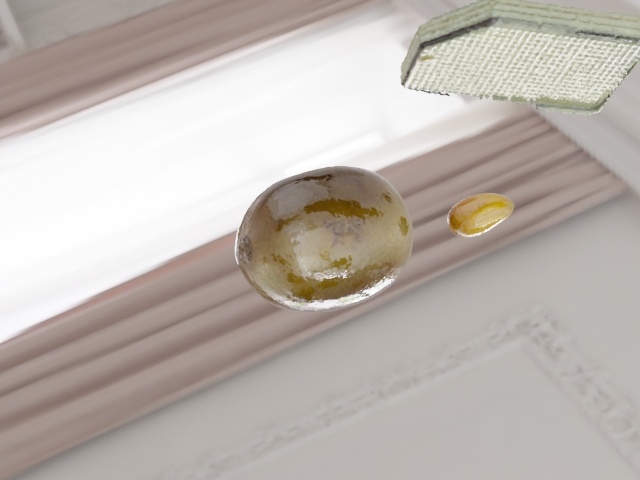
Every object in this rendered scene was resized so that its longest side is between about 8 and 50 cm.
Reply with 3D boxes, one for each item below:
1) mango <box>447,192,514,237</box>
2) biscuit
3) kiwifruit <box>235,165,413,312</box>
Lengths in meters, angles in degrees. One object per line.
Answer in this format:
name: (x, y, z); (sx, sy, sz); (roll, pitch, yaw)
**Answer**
mango: (0.210, -0.034, 1.517); (0.060, 0.089, 0.046); (-84, 153, -46)
biscuit: (0.228, -0.213, 1.324); (0.150, 0.252, 0.052); (112, -20, -60)
kiwifruit: (0.000, 0.000, 1.515); (0.196, 0.234, 0.195); (18, -67, 52)
